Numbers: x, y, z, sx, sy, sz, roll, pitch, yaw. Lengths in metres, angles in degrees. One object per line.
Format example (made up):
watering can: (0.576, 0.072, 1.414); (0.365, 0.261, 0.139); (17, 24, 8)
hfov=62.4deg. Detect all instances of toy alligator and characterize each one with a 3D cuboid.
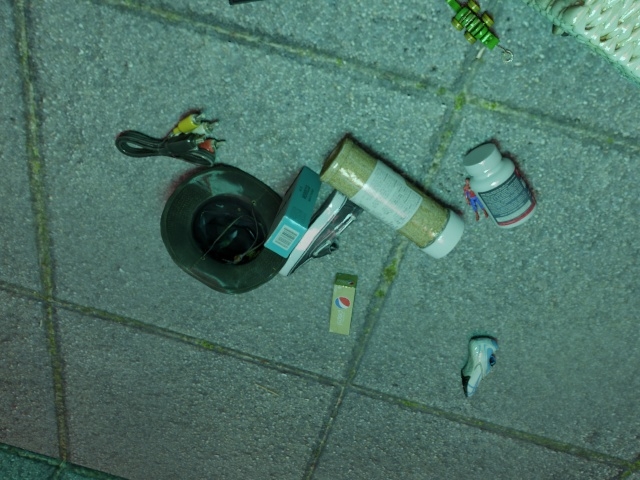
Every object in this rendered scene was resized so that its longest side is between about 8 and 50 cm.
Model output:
toy alligator: (0.321, -0.414, 1.053); (0.190, 0.051, 0.056); (38, 123, -15)

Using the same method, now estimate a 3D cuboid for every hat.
hat: (-0.238, -0.022, 1.368); (0.331, 0.331, 0.134); (26, 169, -7)

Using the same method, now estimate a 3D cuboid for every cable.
cable: (-0.369, -0.241, 1.324); (0.287, 0.072, 0.139); (-1, 142, 26)

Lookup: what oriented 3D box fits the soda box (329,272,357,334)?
soda box: (0.064, 0.183, 1.507); (0.061, 0.058, 0.181); (9, 124, 5)

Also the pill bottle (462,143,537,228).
pill bottle: (0.403, -0.125, 1.200); (0.108, 0.108, 0.180); (-28, 115, 26)

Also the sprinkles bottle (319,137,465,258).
sprinkles bottle: (0.171, -0.097, 1.256); (0.355, 0.121, 0.121); (33, 124, -12)

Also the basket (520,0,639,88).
basket: (0.496, -0.403, 0.743); (0.266, 0.331, 0.328); (24, 123, -14)

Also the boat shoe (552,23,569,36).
boat shoe: (0.521, -0.491, 0.934); (0.092, 0.103, 0.285); (25, 119, 0)

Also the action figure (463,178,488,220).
action figure: (0.372, -0.100, 1.274); (0.038, 0.030, 0.115); (-18, 117, 27)

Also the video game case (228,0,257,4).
video game case: (-0.074, -0.604, 1.014); (0.275, 0.035, 0.248); (-2, 123, 14)

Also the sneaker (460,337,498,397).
sneaker: (0.463, 0.379, 1.549); (0.086, 0.085, 0.237); (2, 128, 1)

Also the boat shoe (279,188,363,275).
boat shoe: (0.000, 0.000, 1.373); (0.102, 0.108, 0.301); (34, 116, -10)

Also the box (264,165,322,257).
box: (-0.059, -0.072, 1.243); (0.060, 0.244, 0.100); (31, 124, -11)
